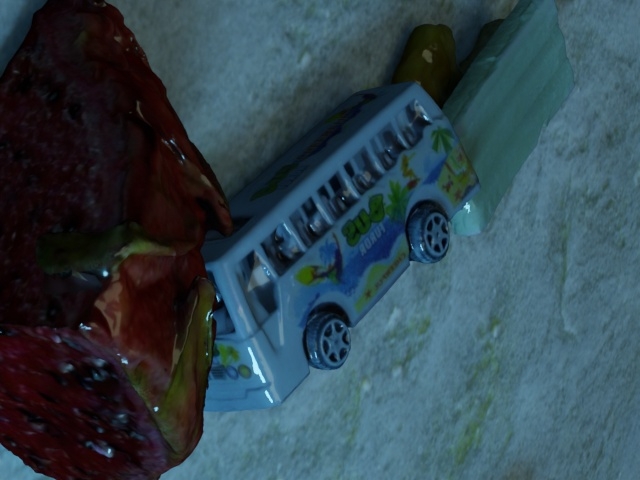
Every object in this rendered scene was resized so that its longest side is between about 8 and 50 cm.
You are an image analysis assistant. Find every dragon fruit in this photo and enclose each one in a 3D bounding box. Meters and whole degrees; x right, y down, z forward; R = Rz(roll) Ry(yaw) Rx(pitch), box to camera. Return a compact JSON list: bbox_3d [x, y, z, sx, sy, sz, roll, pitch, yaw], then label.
[{"bbox_3d":[-0.169,-0.022,1.043,0.240,0.302,0.330,8,69,-23],"label":"dragon fruit"}]

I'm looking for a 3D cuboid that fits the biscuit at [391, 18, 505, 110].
[{"bbox_3d":[0.134,-0.156,1.534,0.183,0.039,0.174,43,61,-49],"label":"biscuit"}]

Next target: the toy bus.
[{"bbox_3d":[0.000,0.000,1.317,0.330,0.109,0.136,-45,119,-42],"label":"toy bus"}]

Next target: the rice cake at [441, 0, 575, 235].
[{"bbox_3d":[0.168,-0.119,1.516,0.237,0.043,0.127,-51,134,-37],"label":"rice cake"}]
